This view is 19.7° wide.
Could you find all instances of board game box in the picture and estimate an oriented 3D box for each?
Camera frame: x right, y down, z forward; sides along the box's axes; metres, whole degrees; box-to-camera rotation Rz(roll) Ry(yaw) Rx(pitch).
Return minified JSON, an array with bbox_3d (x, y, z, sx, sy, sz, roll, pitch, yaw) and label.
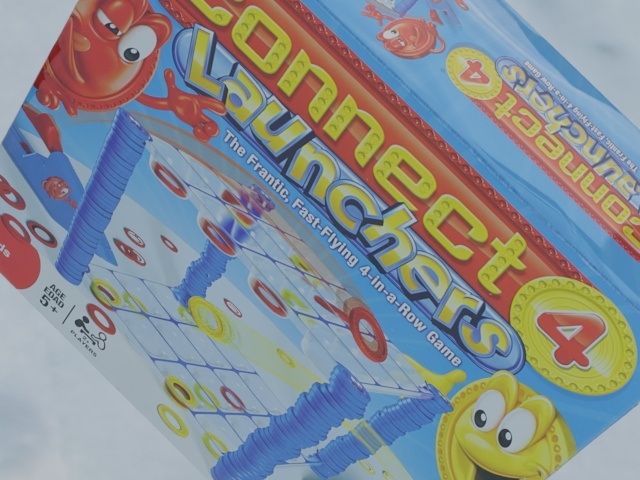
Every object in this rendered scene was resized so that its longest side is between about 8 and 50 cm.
[{"bbox_3d":[0.000,0.000,0.879,0.308,0.302,0.086,44,48,5],"label":"board game box"}]
